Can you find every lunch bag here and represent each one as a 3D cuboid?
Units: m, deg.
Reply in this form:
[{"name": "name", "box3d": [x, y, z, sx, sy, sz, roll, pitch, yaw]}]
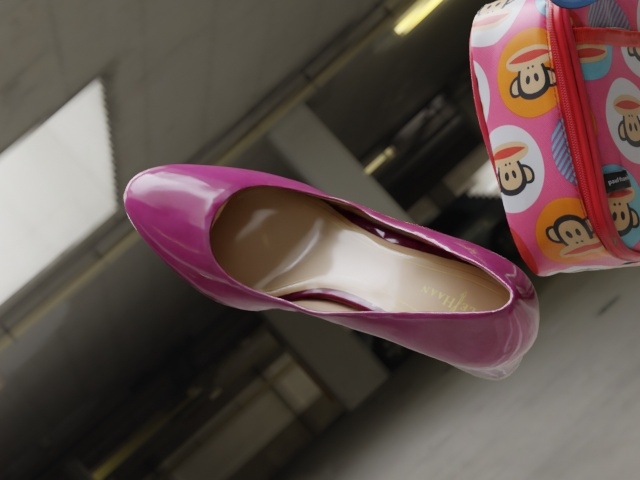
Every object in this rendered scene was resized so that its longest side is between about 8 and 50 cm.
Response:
[{"name": "lunch bag", "box3d": [0.241, -0.108, 1.179, 0.120, 0.258, 0.293, -16, -7, 41]}]

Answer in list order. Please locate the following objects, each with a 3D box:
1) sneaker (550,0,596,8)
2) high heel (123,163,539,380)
[{"name": "sneaker", "box3d": [0.217, -0.226, 0.956, 0.209, 0.069, 0.082, -46, 18, 28]}, {"name": "high heel", "box3d": [0.000, 0.000, 1.192, 0.181, 0.377, 0.127, 73, -143, -71]}]
